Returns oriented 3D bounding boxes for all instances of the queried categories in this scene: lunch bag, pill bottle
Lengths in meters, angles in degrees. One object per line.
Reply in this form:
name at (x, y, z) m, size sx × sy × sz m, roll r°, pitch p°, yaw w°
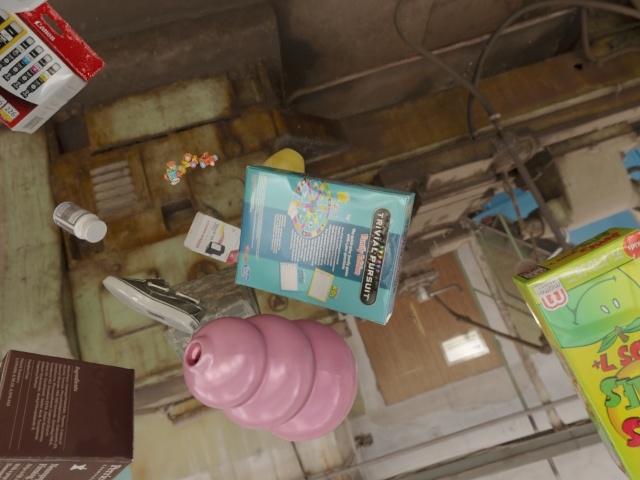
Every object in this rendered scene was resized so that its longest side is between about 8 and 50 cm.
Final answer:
lunch bag at (-0.300, 0.186, 1.247) m, size 0.235 × 0.287 × 0.169 m, roll -21°, pitch 120°, yaw -4°
pill bottle at (-0.677, -0.051, 1.243) m, size 0.078 × 0.137 × 0.078 m, roll -50°, pitch 155°, yaw -34°

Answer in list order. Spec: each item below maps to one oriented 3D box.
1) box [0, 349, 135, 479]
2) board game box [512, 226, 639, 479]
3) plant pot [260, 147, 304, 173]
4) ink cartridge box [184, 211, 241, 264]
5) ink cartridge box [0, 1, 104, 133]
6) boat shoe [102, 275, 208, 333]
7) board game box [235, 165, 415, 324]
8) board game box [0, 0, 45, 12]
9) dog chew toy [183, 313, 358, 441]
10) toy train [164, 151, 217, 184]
box at (-0.432, 0.303, 0.700) m, size 0.203 × 0.167 × 0.168 m, roll 25°, pitch 119°, yaw -39°
board game box at (0.246, 0.091, 0.354) m, size 0.092 × 0.182 × 0.043 m, roll -29°, pitch 178°, yaw 9°
plant pot at (-0.097, -0.202, 1.242) m, size 0.095 × 0.134 × 0.134 m, roll -61°, pitch 170°, yaw -16°
ink cartridge box at (-0.351, -0.005, 1.489) m, size 0.175 × 0.128 × 0.072 m, roll 24°, pitch 178°, yaw -38°
ink cartridge box at (-0.746, -0.470, 1.060) m, size 0.272 × 0.309 × 0.130 m, roll -44°, pitch -163°, yaw -4°
boat shoe at (-0.337, 0.117, 0.903) m, size 0.219 × 0.070 × 0.078 m, roll 24°, pitch 146°, yaw 7°
board game box at (0.000, 0.000, 0.899) m, size 0.335 × 0.254 × 0.079 m, roll 13°, pitch -165°, yaw 18°
board game box at (-0.130, -0.299, 0.194) m, size 0.389 × 0.050 × 0.390 m, roll -31°, pitch -174°, yaw 5°
dog chew toy at (-0.080, 0.213, 0.719) m, size 0.206 × 0.207 × 0.331 m, roll -28°, pitch 144°, yaw 23°
toy train at (-0.417, -0.242, 1.389) m, size 0.166 × 0.125 × 0.046 m, roll -35°, pitch 127°, yaw -24°
